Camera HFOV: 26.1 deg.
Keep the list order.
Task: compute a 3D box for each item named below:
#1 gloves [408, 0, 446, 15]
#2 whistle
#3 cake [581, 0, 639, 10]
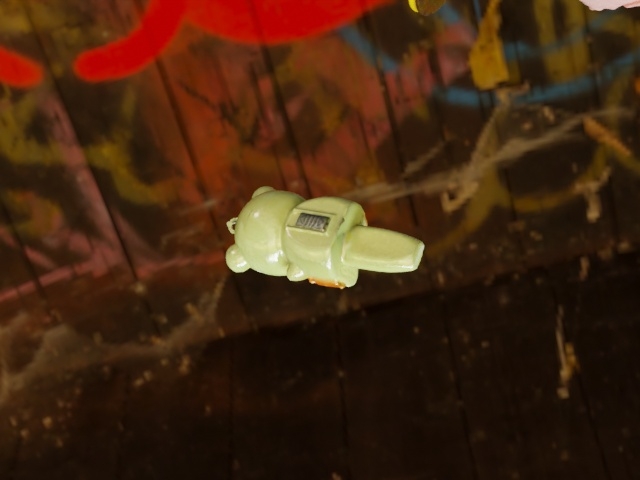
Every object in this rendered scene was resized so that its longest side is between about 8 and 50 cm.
[{"bbox_3d":[0.015,-0.361,1.517,0.294,0.116,0.133,29,-148,18],"label":"gloves"},{"bbox_3d":[0.000,0.000,1.814,0.288,0.106,0.131,10,-118,26],"label":"whistle"},{"bbox_3d":[0.547,-0.592,2.417,0.293,0.306,0.314,3,174,39],"label":"cake"}]
